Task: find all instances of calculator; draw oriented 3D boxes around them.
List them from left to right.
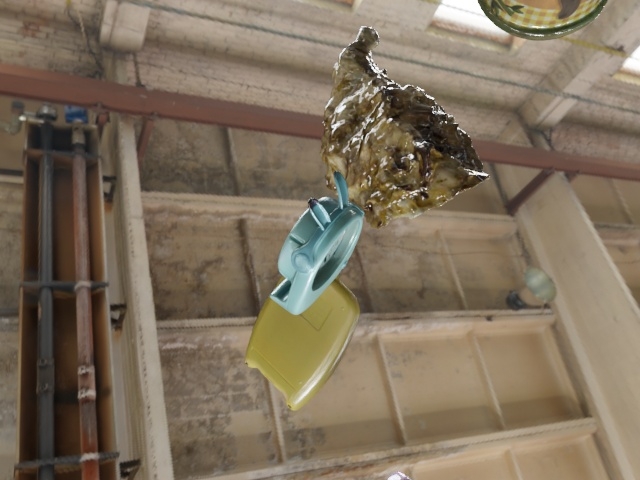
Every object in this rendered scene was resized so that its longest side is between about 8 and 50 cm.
[{"bbox_3d":[-0.033,0.140,0.931,0.157,0.236,0.033,39,-158,26],"label":"calculator"}]

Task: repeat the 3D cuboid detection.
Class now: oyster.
[{"bbox_3d":[0.070,-0.152,0.861,0.111,0.204,0.396,38,-161,-42],"label":"oyster"}]

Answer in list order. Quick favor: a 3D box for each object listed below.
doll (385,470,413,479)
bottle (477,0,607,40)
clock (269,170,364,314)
[{"bbox_3d":[0.144,0.525,0.861,0.310,0.240,0.284,57,-173,-16],"label":"doll"},{"bbox_3d":[0.197,-0.292,0.484,0.156,0.271,0.143,-17,-108,1],"label":"bottle"},{"bbox_3d":[0.001,0.001,0.605,0.045,0.147,0.108,33,-129,14],"label":"clock"}]
